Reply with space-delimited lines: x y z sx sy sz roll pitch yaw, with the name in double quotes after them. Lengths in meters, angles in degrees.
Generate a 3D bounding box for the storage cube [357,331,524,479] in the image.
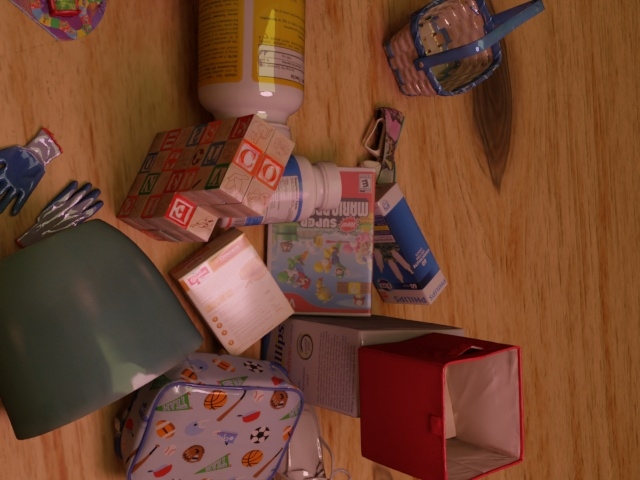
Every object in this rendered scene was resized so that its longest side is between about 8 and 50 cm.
0.189 0.262 1.232 0.184 0.193 0.214 -5 96 -38 "storage cube"

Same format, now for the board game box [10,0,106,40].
-0.411 -0.400 1.213 0.169 0.033 0.133 40 67 -32 "board game box"

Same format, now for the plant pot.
-0.352 0.109 1.122 0.293 0.293 0.235 -28 95 -35 "plant pot"

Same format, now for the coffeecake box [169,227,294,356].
-0.157 0.092 1.382 0.142 0.068 0.185 -36 114 -15 "coffeecake box"

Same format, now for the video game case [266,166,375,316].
0.000 0.000 1.479 0.204 0.025 0.285 2 90 0 "video game case"

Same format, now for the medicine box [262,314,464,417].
0.075 0.223 1.449 0.264 0.289 0.149 4 88 -39 "medicine box"

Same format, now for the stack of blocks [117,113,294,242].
-0.190 -0.091 1.227 0.087 0.297 0.171 33 69 -35 "stack of blocks"

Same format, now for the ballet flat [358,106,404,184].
0.125 -0.179 1.630 0.079 0.077 0.221 14 77 -20 "ballet flat"

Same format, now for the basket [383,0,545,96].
0.290 -0.414 1.610 0.255 0.289 0.201 -36 112 -34 "basket"

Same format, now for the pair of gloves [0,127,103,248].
-0.433 -0.068 1.208 0.159 0.023 0.198 -49 118 -27 "pair of gloves"

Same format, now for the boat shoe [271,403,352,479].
-0.021 0.478 1.462 0.136 0.156 0.367 1 91 -39 "boat shoe"

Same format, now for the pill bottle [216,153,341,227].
-0.081 -0.092 1.388 0.222 0.124 0.124 -6 95 -21 "pill bottle"

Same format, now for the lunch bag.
-0.193 0.315 1.314 0.303 0.115 0.243 12 110 -33 "lunch bag"

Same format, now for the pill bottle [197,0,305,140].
-0.121 -0.322 1.348 0.188 0.188 0.333 1 90 -39 "pill bottle"

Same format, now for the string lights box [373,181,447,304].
0.146 0.010 1.601 0.077 0.133 0.259 -45 117 -34 "string lights box"
